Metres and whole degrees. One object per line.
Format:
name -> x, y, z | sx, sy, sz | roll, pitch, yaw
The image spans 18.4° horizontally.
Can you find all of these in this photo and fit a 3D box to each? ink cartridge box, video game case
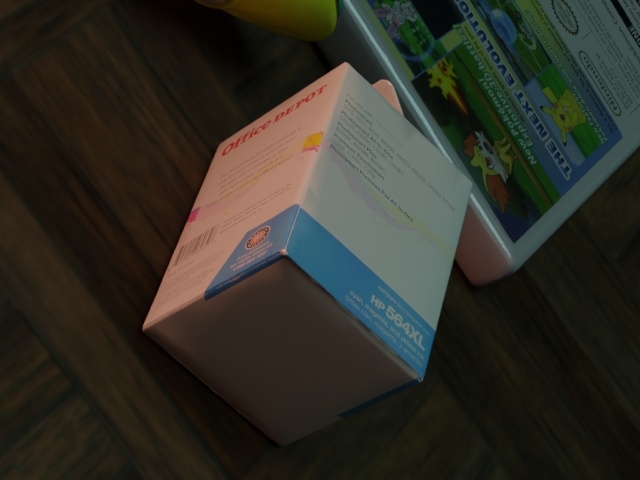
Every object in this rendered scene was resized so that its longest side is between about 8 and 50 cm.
ink cartridge box -> 0.000, 0.000, 0.883 | 0.090, 0.092, 0.143 | 43, 42, -22
video game case -> 0.072, -0.172, 1.122 | 0.329, 0.036, 0.300 | 57, 38, -5

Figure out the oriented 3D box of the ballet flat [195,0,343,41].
ballet flat -> -0.086, -0.171, 0.924 | 0.077, 0.077, 0.231 | -42, 97, -30
